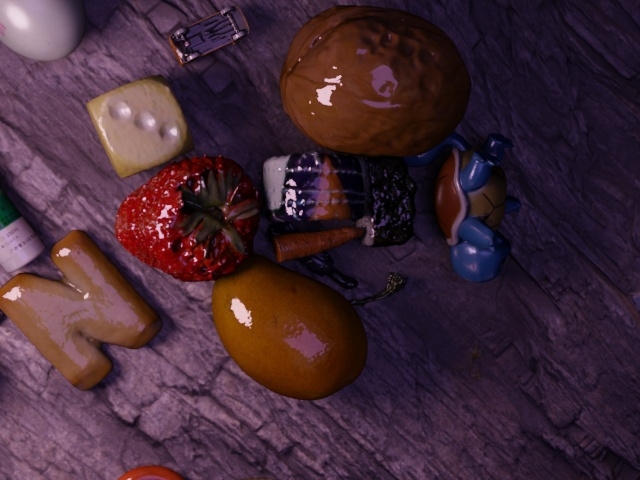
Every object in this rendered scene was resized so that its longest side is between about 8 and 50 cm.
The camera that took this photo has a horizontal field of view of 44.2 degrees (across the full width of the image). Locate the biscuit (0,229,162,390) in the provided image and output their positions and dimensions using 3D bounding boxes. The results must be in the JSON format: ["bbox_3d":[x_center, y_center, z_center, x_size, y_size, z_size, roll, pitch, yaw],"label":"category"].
[{"bbox_3d":[-0.502,0.149,1.655,0.237,0.062,0.290,-39,104,-9],"label":"biscuit"}]

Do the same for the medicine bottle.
[{"bbox_3d":[-0.661,-0.061,1.568,0.095,0.095,0.260,-37,105,-10],"label":"medicine bottle"}]

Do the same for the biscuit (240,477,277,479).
[{"bbox_3d":[-0.177,0.619,1.813,0.290,0.038,0.141,-14,99,-16],"label":"biscuit"}]

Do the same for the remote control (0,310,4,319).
[{"bbox_3d":[-0.758,0.100,1.592,0.245,0.025,0.063,40,85,-17],"label":"remote control"}]

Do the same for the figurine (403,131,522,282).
[{"bbox_3d":[0.347,-0.104,1.803,0.243,0.298,0.416,-24,102,22],"label":"figurine"}]

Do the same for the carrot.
[{"bbox_3d":[0.000,0.000,1.724,0.210,0.061,0.061,-11,99,-19],"label":"carrot"}]

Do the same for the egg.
[{"bbox_3d":[-0.563,-0.467,1.508,0.183,0.183,0.264,-37,98,-10],"label":"egg"}]

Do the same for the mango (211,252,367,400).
[{"bbox_3d":[-0.075,0.188,1.710,0.378,0.221,0.264,41,85,-5],"label":"mango"}]

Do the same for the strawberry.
[{"bbox_3d":[-0.270,-0.046,1.638,0.261,0.258,0.261,2,86,-38],"label":"strawberry"}]

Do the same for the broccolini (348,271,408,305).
[{"bbox_3d":[0.118,0.132,1.850,0.194,0.054,0.052,-24,121,-11],"label":"broccolini"}]

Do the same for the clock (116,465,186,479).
[{"bbox_3d":[-0.379,0.598,1.743,0.205,0.051,0.205,-1,95,-16],"label":"clock"}]

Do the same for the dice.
[{"bbox_3d":[-0.364,-0.230,1.598,0.166,0.169,0.169,-25,102,-12],"label":"dice"}]

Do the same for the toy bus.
[{"bbox_3d":[-0.234,-0.430,1.666,0.162,0.074,0.069,-28,95,-10],"label":"toy bus"}]

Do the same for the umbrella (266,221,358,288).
[{"bbox_3d":[-0.017,0.043,1.786,0.248,0.071,0.071,40,84,-18],"label":"umbrella"}]

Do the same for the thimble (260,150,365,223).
[{"bbox_3d":[-0.021,-0.111,1.694,0.237,0.237,0.150,0,92,-17],"label":"thimble"}]

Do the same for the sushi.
[{"bbox_3d":[0.143,-0.096,1.788,0.127,0.124,0.224,-9,95,-21],"label":"sushi"}]

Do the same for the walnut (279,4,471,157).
[{"bbox_3d":[0.115,-0.322,1.642,0.398,0.354,0.307,2,125,-13],"label":"walnut"}]
